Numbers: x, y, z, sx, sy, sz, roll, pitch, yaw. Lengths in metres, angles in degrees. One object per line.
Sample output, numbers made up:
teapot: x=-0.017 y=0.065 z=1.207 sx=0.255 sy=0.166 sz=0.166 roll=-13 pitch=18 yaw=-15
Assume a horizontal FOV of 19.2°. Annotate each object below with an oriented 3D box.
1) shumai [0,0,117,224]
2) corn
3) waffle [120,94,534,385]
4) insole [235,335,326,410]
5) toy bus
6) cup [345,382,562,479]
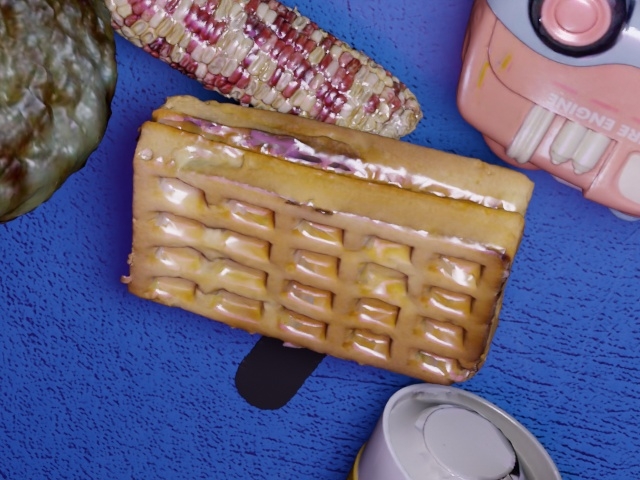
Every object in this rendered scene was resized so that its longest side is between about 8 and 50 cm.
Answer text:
shumai: x=-0.403 y=-0.128 z=1.471 sx=0.348 sy=0.395 sz=0.395 roll=-31 pitch=107 yaw=36
corn: x=-0.048 y=-0.155 z=1.576 sx=0.290 sy=0.098 sz=0.098 roll=30 pitch=115 yaw=-10
waffle: x=0.000 y=0.000 z=1.595 sx=0.328 sy=0.098 sz=0.224 roll=15 pitch=141 yaw=4
insole: x=-0.007 y=0.067 z=1.721 sx=0.080 sy=0.003 sz=0.232 roll=29 pitch=116 yaw=-5
toy bus: x=0.240 y=-0.131 z=1.495 sx=0.288 sy=0.194 sz=0.232 roll=25 pitch=124 yaw=-4
cup: x=0.116 y=0.267 z=1.717 sx=0.241 sy=0.185 sz=0.226 roll=11 pitch=126 yaw=-31
